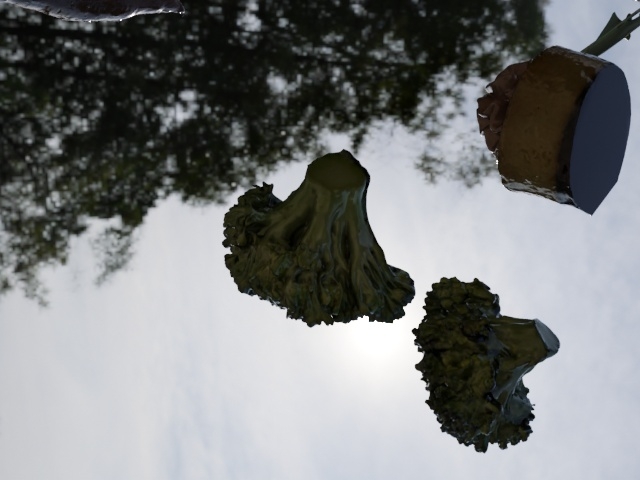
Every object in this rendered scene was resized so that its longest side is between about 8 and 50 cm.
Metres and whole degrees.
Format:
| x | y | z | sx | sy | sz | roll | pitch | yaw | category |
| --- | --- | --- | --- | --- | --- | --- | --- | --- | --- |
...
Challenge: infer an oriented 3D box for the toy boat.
| x | y | z | sx | sy | sz | roll | pitch | yaw | category |
| --- | --- | --- | --- | --- | --- | --- | --- | --- | --- |
| 0.472 | -0.341 | 1.435 | 0.291 | 0.220 | 0.067 | -32 | -73 | 24 | toy boat |

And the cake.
| x | y | z | sx | sy | sz | roll | pitch | yaw | category |
| --- | --- | --- | --- | --- | --- | --- | --- | --- | --- |
| 0.277 | -0.143 | 1.121 | 0.178 | 0.185 | 0.208 | 12 | -76 | 37 | cake |

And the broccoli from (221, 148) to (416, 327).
| x | y | z | sx | sy | sz | roll | pitch | yaw | category |
| --- | --- | --- | --- | --- | --- | --- | --- | --- | --- |
| 0.000 | 0.000 | 1.291 | 0.248 | 0.288 | 0.246 | -104 | -160 | -51 | broccoli |

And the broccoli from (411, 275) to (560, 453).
| x | y | z | sx | sy | sz | roll | pitch | yaw | category |
| --- | --- | --- | --- | --- | --- | --- | --- | --- | --- |
| 0.307 | 0.234 | 1.727 | 0.324 | 0.334 | 0.272 | 41 | -76 | 31 | broccoli |

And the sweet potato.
| x | y | z | sx | sy | sz | roll | pitch | yaw | category |
| --- | --- | --- | --- | --- | --- | --- | --- | --- | --- |
| -0.320 | -0.329 | 1.203 | 0.072 | 0.314 | 0.066 | -36 | -110 | 39 | sweet potato |
